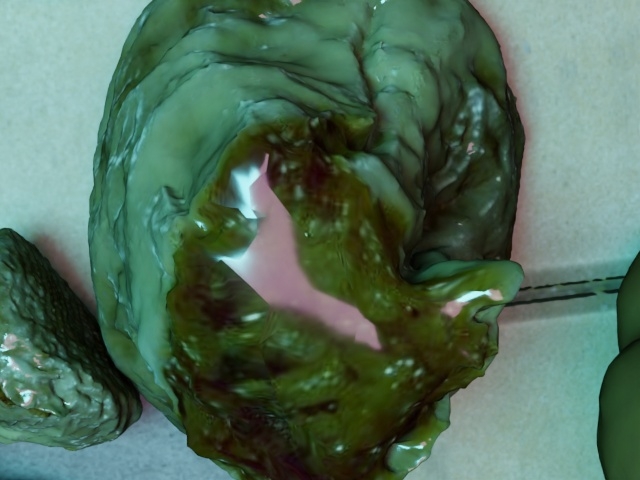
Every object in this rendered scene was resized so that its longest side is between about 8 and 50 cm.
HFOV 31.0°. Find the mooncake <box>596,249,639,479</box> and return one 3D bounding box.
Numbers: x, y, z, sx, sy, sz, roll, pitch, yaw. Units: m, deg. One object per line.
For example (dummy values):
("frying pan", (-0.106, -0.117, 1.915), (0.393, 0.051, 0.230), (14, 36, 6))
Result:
("mooncake", (0.416, 0.109, 0.769), (0.467, 0.467, 0.262), (-25, 108, -1))

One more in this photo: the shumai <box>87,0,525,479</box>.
("shumai", (0.000, 0.000, 0.757), (0.324, 0.323, 0.398), (7, 102, -6))

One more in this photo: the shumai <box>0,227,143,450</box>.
("shumai", (-0.231, 0.089, 0.818), (0.142, 0.184, 0.184), (-35, 104, 3))
